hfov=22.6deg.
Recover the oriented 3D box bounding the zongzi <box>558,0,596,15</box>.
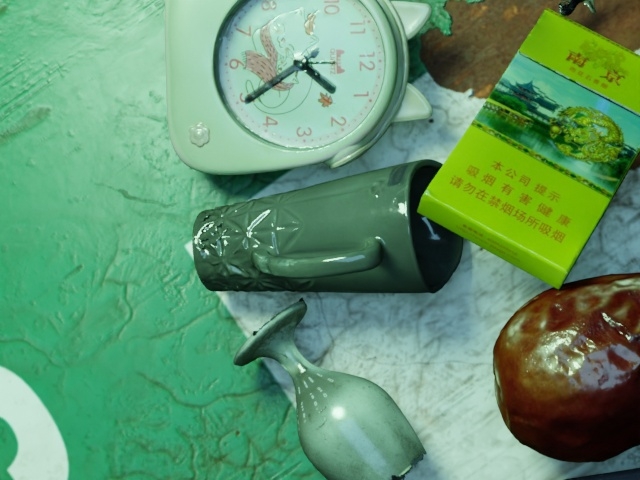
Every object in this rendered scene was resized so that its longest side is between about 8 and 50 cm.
[{"bbox_3d":[0.511,-0.428,1.928,0.181,0.418,0.447,42,129,-21],"label":"zongzi"}]

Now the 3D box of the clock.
[{"bbox_3d":[-0.024,-0.212,1.937,0.324,0.108,0.265,1,95,8],"label":"clock"}]

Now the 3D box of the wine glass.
[{"bbox_3d":[0.012,0.195,1.894,0.126,0.126,0.241,-42,77,1],"label":"wine glass"}]

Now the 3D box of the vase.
[{"bbox_3d":[0.000,0.000,1.891,0.301,0.251,0.156,-6,104,18],"label":"vase"}]

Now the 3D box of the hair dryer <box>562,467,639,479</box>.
[{"bbox_3d":[0.360,0.281,1.800,0.361,0.301,0.121,-17,75,30],"label":"hair dryer"}]

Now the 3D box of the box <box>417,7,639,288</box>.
[{"bbox_3d":[0.270,-0.114,1.862,0.187,0.047,0.335,29,58,10],"label":"box"}]

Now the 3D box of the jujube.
[{"bbox_3d":[0.352,0.136,1.807,0.318,0.223,0.223,-14,81,4],"label":"jujube"}]
